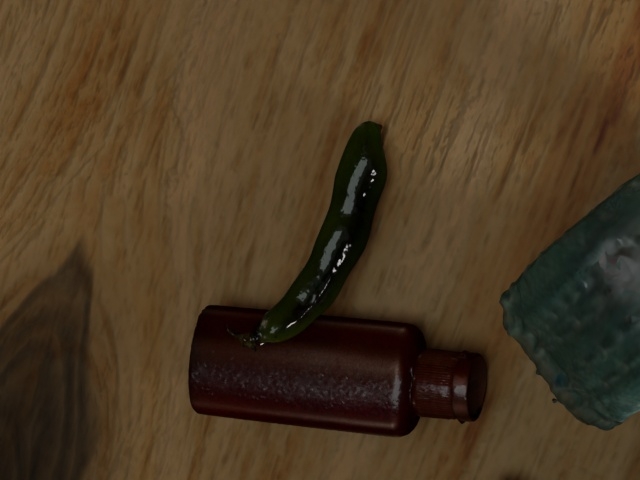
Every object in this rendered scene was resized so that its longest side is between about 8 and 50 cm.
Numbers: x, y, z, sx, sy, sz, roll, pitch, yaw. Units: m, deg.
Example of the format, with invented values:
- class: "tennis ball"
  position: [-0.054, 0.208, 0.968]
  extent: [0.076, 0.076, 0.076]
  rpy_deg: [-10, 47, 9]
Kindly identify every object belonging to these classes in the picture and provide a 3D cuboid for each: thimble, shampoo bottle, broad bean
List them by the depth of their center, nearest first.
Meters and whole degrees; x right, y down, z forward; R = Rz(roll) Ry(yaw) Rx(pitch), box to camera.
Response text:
- class: "thimble"
  position: [0.253, 0.035, 1.294]
  extent: [0.235, 0.198, 0.143]
  rpy_deg: [-43, 80, 17]
- class: "broad bean"
  position: [0.004, 0.004, 1.456]
  extent: [0.069, 0.039, 0.226]
  rpy_deg: [32, 89, -15]
- class: "shampoo bottle"
  position: [0.014, 0.116, 1.479]
  extent: [0.260, 0.064, 0.102]
  rpy_deg: [4, 86, 22]
